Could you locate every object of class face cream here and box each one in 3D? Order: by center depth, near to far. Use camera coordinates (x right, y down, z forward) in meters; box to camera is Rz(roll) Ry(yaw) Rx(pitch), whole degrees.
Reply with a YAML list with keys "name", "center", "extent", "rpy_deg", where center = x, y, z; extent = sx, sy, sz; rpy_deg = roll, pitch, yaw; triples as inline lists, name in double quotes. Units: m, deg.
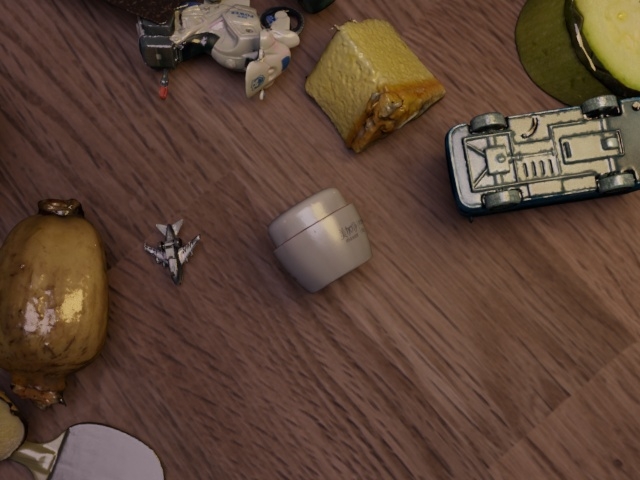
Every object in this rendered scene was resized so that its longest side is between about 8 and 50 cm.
- name: "face cream"
  center: [0.000, 0.000, 1.112]
  extent: [0.117, 0.117, 0.104]
  rpy_deg: [-30, 88, -4]

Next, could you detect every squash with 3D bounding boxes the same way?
- name: "squash"
  center: [0.381, -0.269, 1.174]
  extent: [0.220, 0.133, 0.220]
  rpy_deg: [3, 78, -14]

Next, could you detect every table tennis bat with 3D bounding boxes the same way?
- name: "table tennis bat"
  center: [-0.310, 0.285, 1.116]
  extent: [0.246, 0.022, 0.138]
  rpy_deg: [20, 81, 4]

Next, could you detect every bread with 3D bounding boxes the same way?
- name: "bread"
  center: [0.074, -0.204, 1.176]
  extent: [0.152, 0.127, 0.147]
  rpy_deg: [-26, 76, -37]

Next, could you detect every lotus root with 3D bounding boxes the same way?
- name: "lotus root"
  center: [-0.333, 0.072, 1.096]
  extent: [0.154, 0.140, 0.257]
  rpy_deg: [2, 74, -5]

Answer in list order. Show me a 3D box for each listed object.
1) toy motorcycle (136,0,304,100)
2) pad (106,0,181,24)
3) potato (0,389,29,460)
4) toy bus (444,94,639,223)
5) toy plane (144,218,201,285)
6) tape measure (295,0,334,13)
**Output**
- name: "toy motorcycle"
  center: [-0.132, -0.255, 1.176]
  extent: [0.221, 0.102, 0.150]
  rpy_deg: [2, 59, -1]
- name: "pad"
  center: [-0.213, -0.445, 1.209]
  extent: [0.220, 0.004, 0.330]
  rpy_deg: [26, 70, 13]
- name: "potato"
  center: [-0.453, 0.195, 1.048]
  extent: [0.202, 0.182, 0.117]
  rpy_deg: [-9, 47, -33]
- name: "toy bus"
  center: [0.276, -0.096, 1.114]
  extent: [0.246, 0.134, 0.114]
  rpy_deg: [-9, 82, -1]
- name: "toy plane"
  center: [-0.188, 0.016, 1.157]
  extent: [0.078, 0.031, 0.083]
  rpy_deg: [-11, 77, 15]
- name: "tape measure"
  center: [-0.068, -0.319, 1.173]
  extent: [0.179, 0.104, 0.107]
  rpy_deg: [-33, 85, -14]
